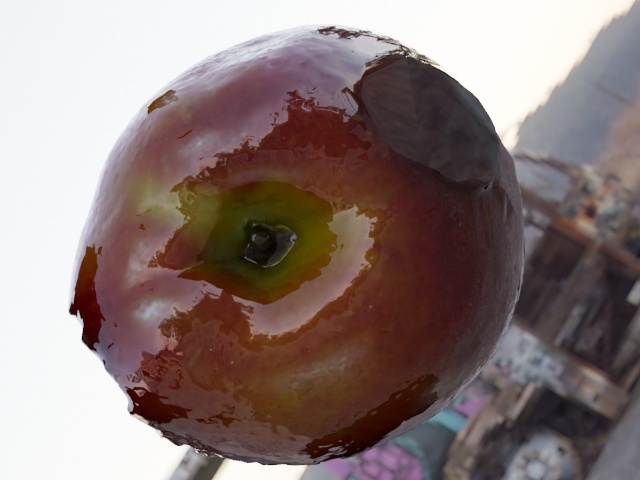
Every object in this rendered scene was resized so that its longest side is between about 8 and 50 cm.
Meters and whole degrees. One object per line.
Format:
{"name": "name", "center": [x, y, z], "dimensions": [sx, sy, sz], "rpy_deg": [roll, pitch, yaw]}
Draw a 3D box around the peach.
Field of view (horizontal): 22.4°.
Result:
{"name": "peach", "center": [0.003, -0.008, 1.279], "dimensions": [0.310, 0.335, 0.406], "rpy_deg": [-46, -15, 29]}
